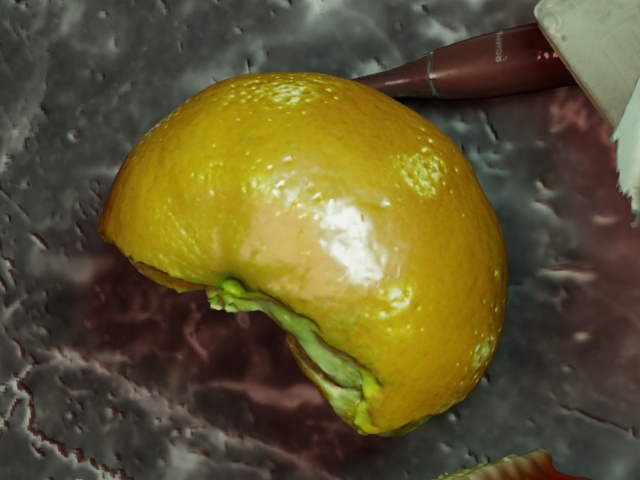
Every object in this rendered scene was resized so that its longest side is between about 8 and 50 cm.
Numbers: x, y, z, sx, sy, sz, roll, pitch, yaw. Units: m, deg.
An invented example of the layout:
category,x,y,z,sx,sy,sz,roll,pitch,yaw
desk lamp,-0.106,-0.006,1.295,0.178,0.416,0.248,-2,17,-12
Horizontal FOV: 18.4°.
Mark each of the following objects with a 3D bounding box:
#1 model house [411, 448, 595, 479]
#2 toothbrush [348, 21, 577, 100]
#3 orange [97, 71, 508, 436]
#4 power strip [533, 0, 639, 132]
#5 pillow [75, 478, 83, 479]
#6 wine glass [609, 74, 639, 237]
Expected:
category,x,y,z,sx,sy,sz,roll,pitch,yaw
model house,0.089,0.199,1.077,0.254,0.196,0.160,14,98,24
toothbrush,0.121,-0.105,1.129,0.364,0.041,0.041,-8,90,24
orange,0.001,-0.006,1.103,0.237,0.179,0.158,35,117,12
power strip,0.212,-0.051,1.058,0.078,0.052,0.272,-36,90,26
pillow,-0.134,0.273,1.258,0.128,0.051,0.229,-42,77,13
wine glass,0.312,-0.012,0.818,0.323,0.238,0.238,24,102,26
